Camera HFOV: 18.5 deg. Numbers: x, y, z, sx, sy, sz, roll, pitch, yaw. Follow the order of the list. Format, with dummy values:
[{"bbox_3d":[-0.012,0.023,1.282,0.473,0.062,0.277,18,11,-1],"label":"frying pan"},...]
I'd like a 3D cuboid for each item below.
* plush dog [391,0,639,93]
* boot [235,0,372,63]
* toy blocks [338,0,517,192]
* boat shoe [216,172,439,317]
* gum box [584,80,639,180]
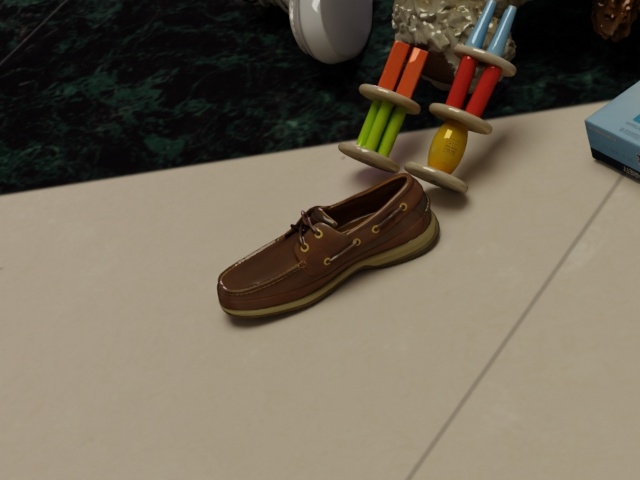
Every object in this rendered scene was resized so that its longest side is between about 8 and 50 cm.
[{"bbox_3d":[0.170,-0.272,1.589,0.225,0.262,0.210,-3,28,29],"label":"plush dog"},{"bbox_3d":[-0.023,-0.225,1.757,0.123,0.095,0.258,-13,29,18],"label":"boot"},{"bbox_3d":[0.090,-0.122,1.539,0.123,0.054,0.148,19,85,39],"label":"toy blocks"},{"bbox_3d":[0.000,0.000,1.480,0.178,0.060,0.064,-23,38,-4],"label":"boat shoe"},{"bbox_3d":[0.319,-0.098,1.474,0.184,0.041,0.157,-34,40,-20],"label":"gum box"}]
